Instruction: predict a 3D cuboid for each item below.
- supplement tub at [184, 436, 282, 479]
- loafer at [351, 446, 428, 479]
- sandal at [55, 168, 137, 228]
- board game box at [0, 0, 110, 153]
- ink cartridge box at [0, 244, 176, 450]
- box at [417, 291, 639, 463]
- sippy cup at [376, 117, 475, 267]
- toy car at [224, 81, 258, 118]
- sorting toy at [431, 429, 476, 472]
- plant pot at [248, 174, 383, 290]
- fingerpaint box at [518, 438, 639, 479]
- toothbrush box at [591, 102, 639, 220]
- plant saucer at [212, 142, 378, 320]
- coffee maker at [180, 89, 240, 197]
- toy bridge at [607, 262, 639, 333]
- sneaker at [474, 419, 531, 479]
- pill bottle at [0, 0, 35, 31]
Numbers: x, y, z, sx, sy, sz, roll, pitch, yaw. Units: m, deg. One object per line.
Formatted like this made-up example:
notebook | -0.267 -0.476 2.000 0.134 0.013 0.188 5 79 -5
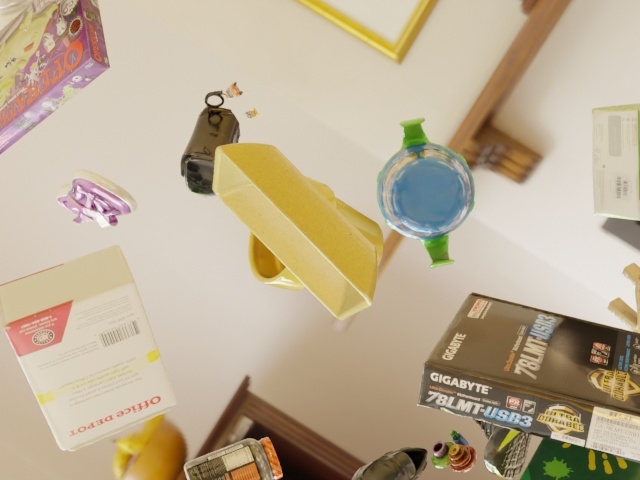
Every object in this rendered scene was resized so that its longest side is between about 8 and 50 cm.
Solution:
supplement tub | -0.184 0.494 2.064 0.190 0.117 0.117 -19 -12 -13
loafer | 0.123 0.399 1.683 0.078 0.076 0.223 -52 -22 17
sandal | -0.550 -0.076 2.345 0.416 0.169 0.102 -12 53 67
board game box | -0.502 -0.287 1.650 0.346 0.208 0.056 -31 -27 26
ink cartridge box | -0.508 0.240 2.137 0.279 0.160 0.385 -20 -52 -14
box | 0.308 0.173 1.305 0.295 0.293 0.073 -34 -45 -65
sippy cup | 0.241 -0.107 2.203 0.240 0.305 0.224 -47 0 6
toy car | -0.198 -0.339 2.415 0.040 0.122 0.060 -31 31 6
sorting toy | 0.214 0.342 1.595 0.061 0.042 0.102 -52 26 -22
plant pot | 0.000 0.000 2.194 0.254 0.239 0.254 -31 51 48
fingerpaint box | 0.324 0.541 1.335 0.371 0.163 0.445 -43 -43 -44
toothbrush box | 0.657 -0.160 1.846 0.122 0.283 0.206 11 107 56
plant saucer | -0.033 -0.022 1.605 0.081 0.333 0.333 -44 -1 -12
coffee maker | -0.253 -0.214 2.188 0.178 0.120 0.171 -80 -27 -50
toy bridge | 0.490 0.118 1.553 0.026 0.063 0.188 -23 -38 -25
sneaker | 0.282 0.280 1.560 0.300 0.121 0.111 -43 -36 -68
pill bottle | -0.563 -0.411 1.899 0.121 0.121 0.221 -57 -40 -38
